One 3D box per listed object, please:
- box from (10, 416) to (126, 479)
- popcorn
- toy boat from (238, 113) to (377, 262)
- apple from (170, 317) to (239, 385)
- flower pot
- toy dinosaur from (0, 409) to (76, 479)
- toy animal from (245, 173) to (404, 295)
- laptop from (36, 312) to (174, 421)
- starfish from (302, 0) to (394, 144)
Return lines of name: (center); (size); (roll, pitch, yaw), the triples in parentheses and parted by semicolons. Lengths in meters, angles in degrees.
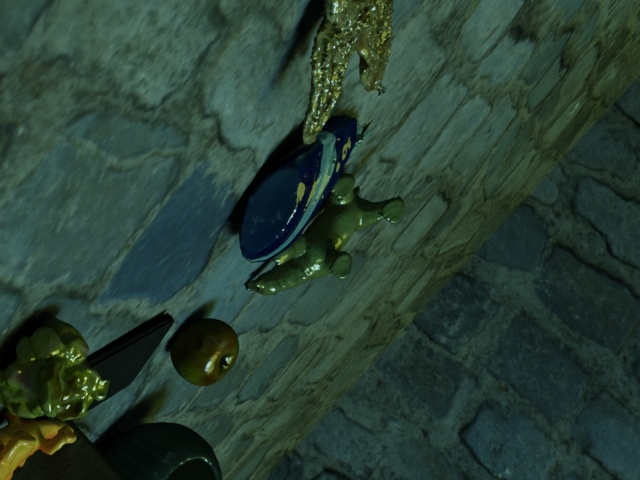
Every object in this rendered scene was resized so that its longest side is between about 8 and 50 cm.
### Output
box: (-0.288, 0.310, 1.571); (0.155, 0.149, 0.231); (-42, 170, -13)
popcorn: (-0.257, 0.130, 1.300); (0.097, 0.089, 0.109); (-32, 167, -18)
toy boat: (0.007, -0.076, 1.632); (0.220, 0.067, 0.291); (-54, 169, 27)
apple: (-0.146, 0.139, 1.743); (0.089, 0.074, 0.089); (-46, 166, -15)
flower pot: (-0.238, 0.356, 1.845); (0.243, 0.189, 0.157); (-52, -146, -8)
toy dinosaur: (-0.335, 0.219, 1.350); (0.117, 0.070, 0.288); (-51, 163, 16)
toy animal: (0.000, 0.000, 1.821); (0.218, 0.103, 0.101); (-49, -167, -16)
laptop: (-0.255, 0.160, 1.572); (0.197, 0.016, 0.135); (-30, 160, -53)
starfish: (0.052, -0.228, 1.289); (0.299, 0.060, 0.302); (-44, 164, -46)
